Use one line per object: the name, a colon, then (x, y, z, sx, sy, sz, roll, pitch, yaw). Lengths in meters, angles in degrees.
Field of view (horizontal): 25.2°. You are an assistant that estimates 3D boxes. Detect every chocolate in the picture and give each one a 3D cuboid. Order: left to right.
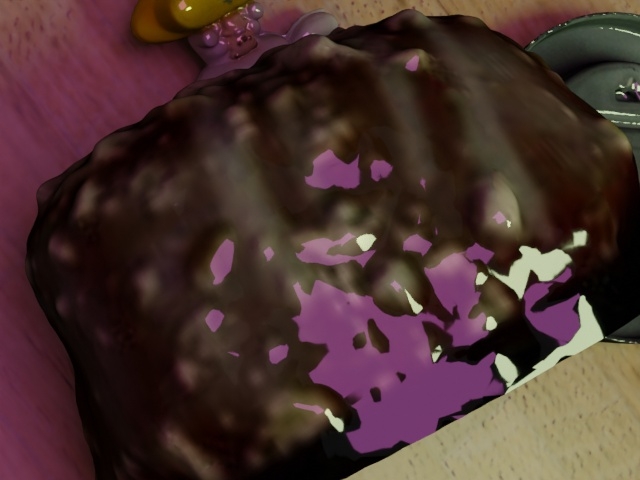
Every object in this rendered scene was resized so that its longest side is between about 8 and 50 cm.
chocolate: (0.000, 0.000, 0.751, 0.340, 0.225, 0.210, -27, 88, -10)

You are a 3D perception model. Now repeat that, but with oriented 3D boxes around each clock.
clock: (0.192, -0.039, 0.922, 0.215, 0.042, 0.215, 3, 82, -20)

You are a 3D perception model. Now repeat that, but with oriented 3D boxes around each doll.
doll: (-0.060, -0.110, 0.834, 0.113, 0.071, 0.135, 40, 76, -30)
